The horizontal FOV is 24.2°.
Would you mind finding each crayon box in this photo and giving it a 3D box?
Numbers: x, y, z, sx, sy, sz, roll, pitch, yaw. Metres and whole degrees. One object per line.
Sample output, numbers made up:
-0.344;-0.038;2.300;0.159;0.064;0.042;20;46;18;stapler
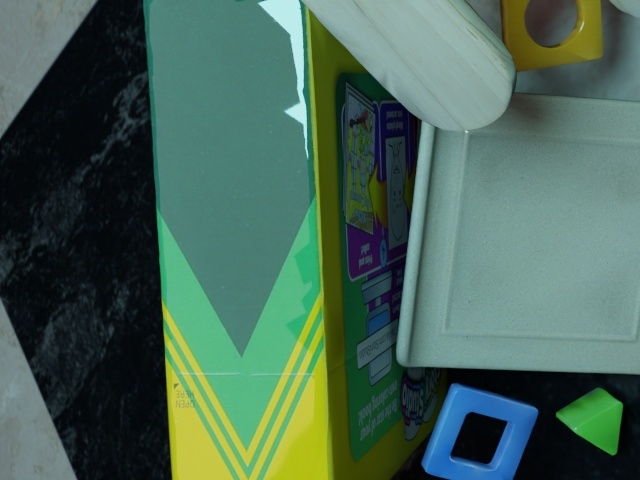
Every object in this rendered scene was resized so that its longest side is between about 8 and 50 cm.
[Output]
0.000;0.000;0.981;0.106;0.363;0.313;0;95;15;crayon box

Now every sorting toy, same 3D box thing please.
0.145;-0.007;0.965;0.047;0.196;0.347;-135;49;-69;sorting toy

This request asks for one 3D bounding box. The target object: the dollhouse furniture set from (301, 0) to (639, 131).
0.234;-0.241;0.751;0.256;0.362;0.394;44;138;-19;dollhouse furniture set
